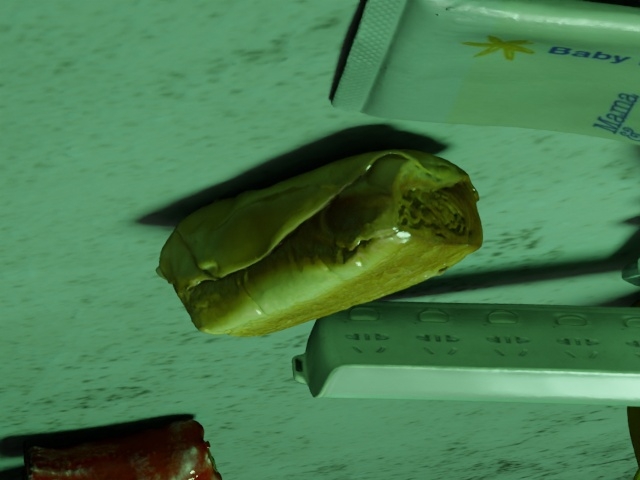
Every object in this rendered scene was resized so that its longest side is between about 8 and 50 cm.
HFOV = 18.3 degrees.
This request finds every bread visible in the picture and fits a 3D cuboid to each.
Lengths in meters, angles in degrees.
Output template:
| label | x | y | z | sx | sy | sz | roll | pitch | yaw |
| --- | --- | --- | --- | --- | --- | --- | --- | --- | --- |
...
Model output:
| label | x | y | z | sx | sy | sz | roll | pitch | yaw |
| --- | --- | --- | --- | --- | --- | --- | --- | --- | --- |
| bread | 0.000 | 0.000 | 0.815 | 0.132 | 0.053 | 0.074 | -23 | 164 | 37 |

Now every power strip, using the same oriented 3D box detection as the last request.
| label | x | y | z | sx | sy | sz | roll | pitch | yaw |
| --- | --- | --- | --- | --- | --- | --- | --- | --- | --- |
| power strip | 0.112 | 0.059 | 1.005 | 0.253 | 0.060 | 0.027 | 1 | 120 | -5 |

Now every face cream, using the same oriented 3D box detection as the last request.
| label | x | y | z | sx | sy | sz | roll | pitch | yaw |
| --- | --- | --- | --- | --- | --- | --- | --- | --- | --- |
| face cream | 0.120 | -0.056 | 0.695 | 0.224 | 0.070 | 0.114 | 1 | 162 | -7 |

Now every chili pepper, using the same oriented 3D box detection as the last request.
| label | x | y | z | sx | sy | sz | roll | pitch | yaw |
| --- | --- | --- | --- | --- | --- | --- | --- | --- | --- |
| chili pepper | -0.120 | 0.147 | 1.223 | 0.123 | 0.070 | 0.073 | -5 | 147 | -7 |

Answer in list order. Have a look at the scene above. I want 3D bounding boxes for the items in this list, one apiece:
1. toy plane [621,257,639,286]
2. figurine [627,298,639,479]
| label | x | y | z | sx | sy | sz | roll | pitch | yaw |
| --- | --- | --- | --- | --- | --- | --- | --- | --- | --- |
| toy plane | 0.230 | 0.016 | 0.915 | 0.251 | 0.101 | 0.255 | -8 | 168 | 38 |
| figurine | 0.265 | 0.108 | 1.135 | 0.215 | 0.215 | 0.228 | -22 | 148 | 35 |
